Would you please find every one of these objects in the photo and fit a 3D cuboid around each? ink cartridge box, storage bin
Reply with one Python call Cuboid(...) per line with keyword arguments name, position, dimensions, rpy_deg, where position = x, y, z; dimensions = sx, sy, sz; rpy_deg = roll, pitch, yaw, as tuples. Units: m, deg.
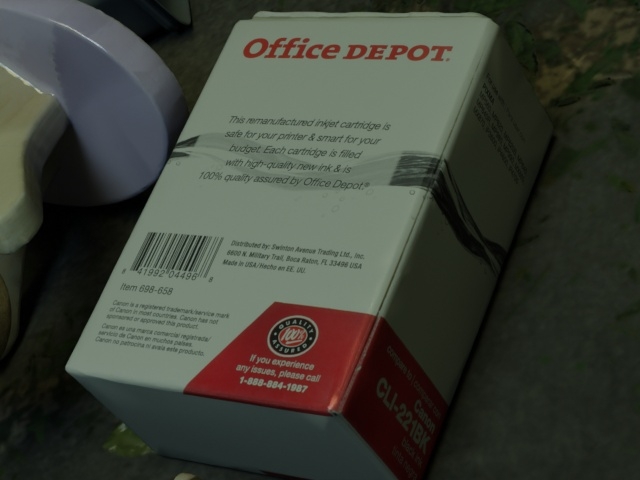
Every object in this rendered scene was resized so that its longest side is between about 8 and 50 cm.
Cuboid(name="ink cartridge box", position=(0.000, 0.000, 1.028), dimensions=(0.197, 0.114, 0.273), rpy_deg=(5, 60, 34))
Cuboid(name="storage bin", position=(-0.168, -0.207, 1.306), dimensions=(0.091, 0.098, 0.135), rpy_deg=(-31, 45, 20))

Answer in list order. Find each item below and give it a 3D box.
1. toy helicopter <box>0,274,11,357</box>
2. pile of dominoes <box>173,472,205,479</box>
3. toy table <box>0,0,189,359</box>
Cuboid(name="toy helicopter", position=(-0.329, 0.104, 1.107), dimensions=(0.355, 0.140, 0.235), rpy_deg=(-21, 72, 36))
Cuboid(name="pile of dominoes", position=(-0.074, 0.245, 0.790), dimensions=(0.040, 0.251, 0.196), rpy_deg=(14, 55, 40))
Cuboid(name="toy table", position=(-0.238, -0.059, 1.139), dimensions=(0.274, 0.252, 0.161), rpy_deg=(-9, 33, 49))
